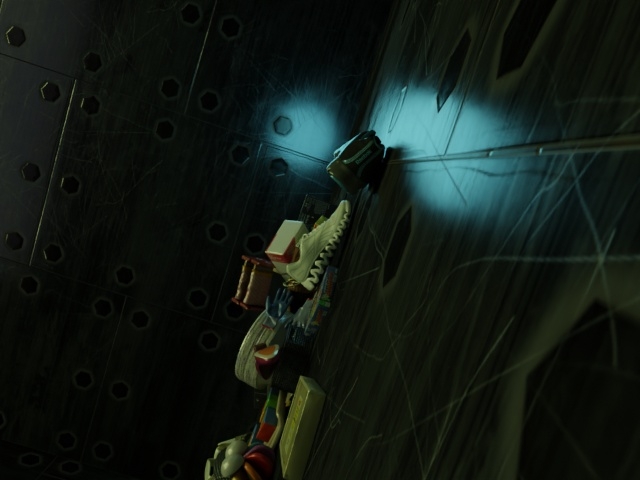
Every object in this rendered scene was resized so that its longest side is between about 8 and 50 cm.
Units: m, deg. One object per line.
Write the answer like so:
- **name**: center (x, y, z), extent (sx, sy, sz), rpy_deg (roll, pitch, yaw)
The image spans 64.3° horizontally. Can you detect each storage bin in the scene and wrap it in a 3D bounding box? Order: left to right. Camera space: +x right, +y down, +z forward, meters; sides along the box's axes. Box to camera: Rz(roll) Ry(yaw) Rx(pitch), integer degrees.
- **storage bin**: center (-0.086, 0.365, 1.565), extent (0.122, 0.084, 0.180), rpy_deg (-78, 7, -64)

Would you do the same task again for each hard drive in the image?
- **hard drive**: center (-0.199, 0.471, 2.047), extent (0.237, 0.064, 0.340), rpy_deg (-27, -61, -76)

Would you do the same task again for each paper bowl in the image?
- **paper bowl**: center (-0.159, 0.381, 1.767), extent (0.284, 0.147, 0.284), rpy_deg (-57, -18, -31)

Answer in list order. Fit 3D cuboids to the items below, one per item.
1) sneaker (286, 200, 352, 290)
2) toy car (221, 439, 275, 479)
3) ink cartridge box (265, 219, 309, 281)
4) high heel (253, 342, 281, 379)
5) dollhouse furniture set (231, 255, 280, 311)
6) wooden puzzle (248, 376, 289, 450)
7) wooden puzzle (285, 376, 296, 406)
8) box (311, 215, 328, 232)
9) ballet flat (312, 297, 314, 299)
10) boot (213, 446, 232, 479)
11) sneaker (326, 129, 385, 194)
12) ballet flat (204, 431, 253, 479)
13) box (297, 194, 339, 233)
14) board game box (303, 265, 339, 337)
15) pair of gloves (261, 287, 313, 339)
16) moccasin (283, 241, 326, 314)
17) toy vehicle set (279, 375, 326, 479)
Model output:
- **sneaker**: center (0.000, 0.000, 1.525), extent (0.292, 0.118, 0.110), rpy_deg (-61, -6, -4)
- **toy car**: center (-0.198, 0.667, 1.504), extent (0.136, 0.159, 0.182), rpy_deg (-37, 6, 3)
- **ink cartridge box**: center (-0.097, 0.061, 2.041), extent (0.172, 0.100, 0.237), rpy_deg (-60, -40, -29)
- **high heel**: center (-0.154, 0.374, 1.510), extent (0.244, 0.082, 0.117), rpy_deg (-19, 87, 68)
- **dollhouse furniture set**: center (-0.169, 0.192, 2.160), extent (0.152, 0.373, 0.202), rpy_deg (17, 95, 51)
- **wooden puzzle**: center (-0.191, 0.668, 1.742), extent (0.322, 0.080, 0.348), rpy_deg (-91, 19, -80)
- **wooden puzzle**: center (-0.092, 0.486, 1.643), extent (0.079, 0.014, 0.117), rpy_deg (119, 169, -53)
- **box**: center (-0.001, 0.019, 1.909), extent (0.058, 0.087, 0.232), rpy_deg (-47, -14, -43)
- **ballet flat**: center (-0.030, 0.230, 1.749), extent (0.041, 0.041, 0.114), rpy_deg (111, 176, -45)
- **boot**: center (-0.272, 0.790, 1.590), extent (0.247, 0.083, 0.161), rpy_deg (-112, 10, -56)
- **sneaker**: center (0.112, -0.210, 1.310), extent (0.139, 0.125, 0.341), rpy_deg (-43, 9, 16)
- **ballet flat**: center (-0.332, 0.831, 1.906), extent (0.483, 0.181, 0.164), rpy_deg (56, -143, -86)
- **box**: center (-0.010, -0.086, 2.087), extent (0.156, 0.158, 0.093), rpy_deg (111, 176, -56)
- **board game box**: center (0.001, 0.183, 1.492), extent (0.201, 0.035, 0.136), rpy_deg (112, 175, -54)
- **pair of gloves**: center (-0.101, 0.241, 1.677), extent (0.023, 0.198, 0.159), rpy_deg (78, -146, -53)
- **moccasin**: center (-0.064, 0.151, 1.888), extent (0.147, 0.139, 0.380), rpy_deg (-77, 5, -48)
- **toy vehicle set**: center (-0.042, 0.385, 1.076), extent (0.267, 0.035, 0.166), rpy_deg (124, 164, -79)
